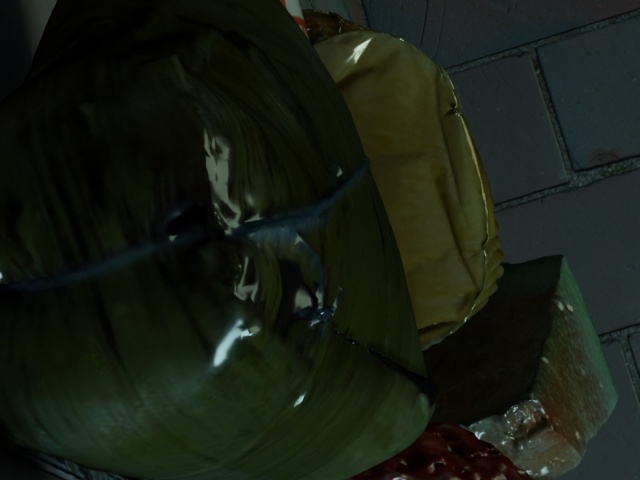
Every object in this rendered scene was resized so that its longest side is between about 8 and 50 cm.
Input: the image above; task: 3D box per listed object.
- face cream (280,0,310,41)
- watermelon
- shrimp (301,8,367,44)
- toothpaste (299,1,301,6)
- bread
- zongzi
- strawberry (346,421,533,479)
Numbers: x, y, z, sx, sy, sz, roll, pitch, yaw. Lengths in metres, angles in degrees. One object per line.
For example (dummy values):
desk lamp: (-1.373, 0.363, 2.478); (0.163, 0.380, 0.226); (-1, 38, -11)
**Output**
face cream: (-0.056, -0.146, 1.248); (0.102, 0.102, 0.346); (28, 47, -80)
watermelon: (0.133, 0.169, 1.501); (0.151, 0.264, 0.302); (57, 22, -18)
shrimp: (0.005, -0.177, 1.582); (0.294, 0.062, 0.154); (13, 43, -53)
toothpaste: (0.011, -0.092, 1.625); (0.100, 0.066, 0.323); (59, 8, -71)
bread: (0.051, -0.047, 1.435); (0.156, 0.204, 0.288); (-41, 110, -77)
zongzi: (-0.076, -0.076, 0.684); (0.323, 0.159, 0.361); (52, 23, -74)
strawberry: (0.068, 0.202, 1.128); (0.234, 0.178, 0.234); (-14, 90, -89)
